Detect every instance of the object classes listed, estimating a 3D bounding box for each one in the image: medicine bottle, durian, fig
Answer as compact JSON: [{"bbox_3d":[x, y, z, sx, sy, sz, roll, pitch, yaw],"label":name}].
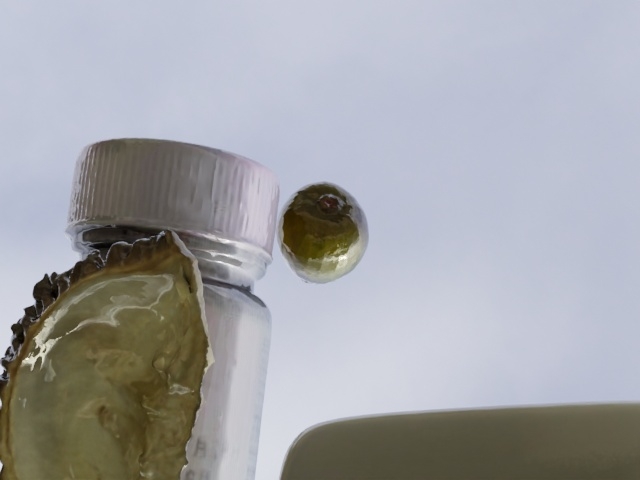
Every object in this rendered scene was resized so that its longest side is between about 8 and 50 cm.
[{"bbox_3d":[-0.118,0.076,1.082,0.165,0.165,0.273,0,-103,25],"label":"medicine bottle"},{"bbox_3d":[-0.074,0.052,0.489,0.066,0.052,0.130,34,-65,50],"label":"durian"},{"bbox_3d":[0.000,0.000,1.172,0.074,0.088,0.074,6,-135,-6],"label":"fig"}]

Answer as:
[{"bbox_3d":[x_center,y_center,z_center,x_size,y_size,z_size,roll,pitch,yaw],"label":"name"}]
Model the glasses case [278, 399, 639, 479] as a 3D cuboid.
[{"bbox_3d":[0.046,0.176,0.356,0.131,0.070,0.312,-4,-137,9],"label":"glasses case"}]
